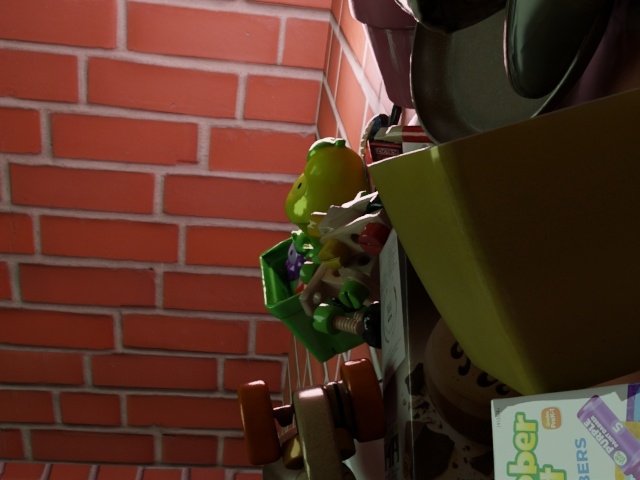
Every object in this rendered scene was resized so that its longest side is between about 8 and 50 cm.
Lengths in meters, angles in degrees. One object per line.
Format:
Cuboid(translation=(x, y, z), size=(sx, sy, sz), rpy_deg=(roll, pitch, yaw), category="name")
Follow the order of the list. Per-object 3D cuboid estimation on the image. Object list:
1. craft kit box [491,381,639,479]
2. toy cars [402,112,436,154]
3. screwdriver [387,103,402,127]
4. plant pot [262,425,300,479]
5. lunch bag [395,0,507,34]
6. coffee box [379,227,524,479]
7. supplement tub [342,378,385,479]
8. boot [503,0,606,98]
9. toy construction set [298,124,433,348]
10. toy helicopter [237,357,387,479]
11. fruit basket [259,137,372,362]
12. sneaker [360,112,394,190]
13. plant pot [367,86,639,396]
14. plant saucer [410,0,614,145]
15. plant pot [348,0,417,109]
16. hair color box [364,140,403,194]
Cuboid(translation=(0.203, 0.191, 0.393), size=(0.247, 0.061, 0.249), rpy_deg=(-23, 59, 47), category="craft kit box")
Cuboid(translation=(0.137, -0.053, 1.206), size=(0.176, 0.087, 0.393), rpy_deg=(-137, 58, -71), category="toy cars")
Cuboid(translation=(0.156, -0.300, 1.571), size=(0.024, 0.025, 0.169), rpy_deg=(-101, 16, -62), category="screwdriver")
Cuboid(translation=(0.017, 0.517, 1.621), size=(0.230, 0.215, 0.215), rpy_deg=(-145, 58, -65), category="plant pot")
Cuboid(translation=(0.142, -0.353, 0.750), size=(0.287, 0.169, 0.235), rpy_deg=(-59, 33, 25), category="lunch bag")
Cuboid(translation=(0.154, 0.129, 0.815), size=(0.119, 0.168, 0.297), rpy_deg=(109, 163, -63), category="coffee box")
Cuboid(translation=(0.096, 0.319, 1.057), size=(0.316, 0.194, 0.193), rpy_deg=(104, 167, -57), category="supplement tub")
Cuboid(translation=(0.211, -0.214, 0.627), size=(0.106, 0.082, 0.219), rpy_deg=(-114, 38, -69), category="boot")
Cuboid(translation=(0.064, -0.010, 1.082), size=(0.237, 0.257, 0.308), rpy_deg=(10, 77, 40), category="toy construction set")
Cuboid(translation=(0.016, 0.310, 0.809), size=(0.235, 0.140, 0.355), rpy_deg=(-110, 11, -54), category="toy helicopter")
Cuboid(translation=(0.000, 0.000, 1.580), size=(0.392, 0.283, 0.392), rpy_deg=(-26, -90, -89), category="fruit basket")
Cuboid(translation=(0.113, -0.180, 1.677), size=(0.083, 0.071, 0.190), rpy_deg=(-89, 6, -65), category="sneaker")
Cuboid(translation=(0.178, -0.001, 0.597), size=(0.212, 0.212, 0.187), rpy_deg=(-163, 56, -82), category="plant pot")
Cuboid(translation=(0.199, -0.237, 0.830), size=(0.310, 0.050, 0.310), rpy_deg=(-36, 47, 53), category="plant saucer")
Cuboid(translation=(0.145, -0.286, 1.082), size=(0.201, 0.201, 0.180), rpy_deg=(-98, -2, -57), category="plant pot")
Cuboid(translation=(0.128, -0.134, 1.515), size=(0.141, 0.072, 0.043), rpy_deg=(-97, 13, -51), category="hair color box")
